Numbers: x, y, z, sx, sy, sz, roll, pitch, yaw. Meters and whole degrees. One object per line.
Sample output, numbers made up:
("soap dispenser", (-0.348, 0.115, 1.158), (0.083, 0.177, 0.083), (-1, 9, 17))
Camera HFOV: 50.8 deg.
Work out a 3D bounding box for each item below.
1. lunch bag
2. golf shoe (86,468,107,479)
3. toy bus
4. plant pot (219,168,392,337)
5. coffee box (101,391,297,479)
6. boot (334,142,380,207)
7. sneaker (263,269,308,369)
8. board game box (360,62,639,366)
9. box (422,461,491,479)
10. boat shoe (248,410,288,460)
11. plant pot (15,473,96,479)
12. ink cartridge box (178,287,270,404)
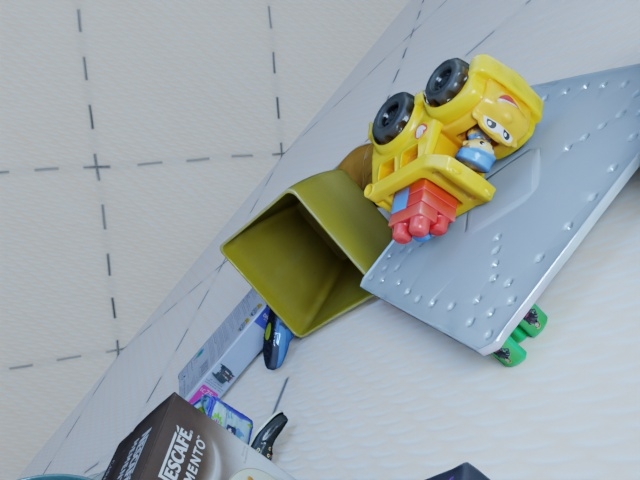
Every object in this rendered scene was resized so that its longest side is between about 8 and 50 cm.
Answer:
("lunch bag", (-0.171, 0.306, 0.977), (0.096, 0.129, 0.151), (25, 74, 35))
("golf shoe", (-0.415, 0.489, 1.207), (0.140, 0.115, 0.306), (-33, 5, 13))
("toy bus", (0.160, -0.097, 0.862), (0.220, 0.149, 0.211), (-28, 39, 47))
("plant pot", (0.000, 0.000, 1.149), (0.212, 0.212, 0.187), (-36, 8, 41))
("coffee box", (-0.083, 0.276, 0.612), (0.098, 0.246, 0.141), (-43, 17, 23))
("boot", (0.099, -0.114, 1.279), (0.295, 0.104, 0.211), (-31, 17, 33))
("sneaker", (-0.052, 0.134, 1.212), (0.069, 0.082, 0.209), (135, 148, -54))
("board game box", (0.244, -0.049, 0.849), (0.390, 0.050, 0.390), (-51, 16, -5))
("box", (0.066, 0.285, 0.337), (0.143, 0.165, 0.270), (-38, 19, 36))
("boat shoe", (-0.086, 0.302, 0.950), (0.133, 0.042, 0.049), (-52, -27, -18))
("plant pot", (-0.402, 0.515, 0.963), (0.290, 0.290, 0.195), (-78, -3, -60))
("ink cartridge box", (-0.170, 0.203, 1.371), (0.311, 0.065, 0.186), (-52, 16, 0))
